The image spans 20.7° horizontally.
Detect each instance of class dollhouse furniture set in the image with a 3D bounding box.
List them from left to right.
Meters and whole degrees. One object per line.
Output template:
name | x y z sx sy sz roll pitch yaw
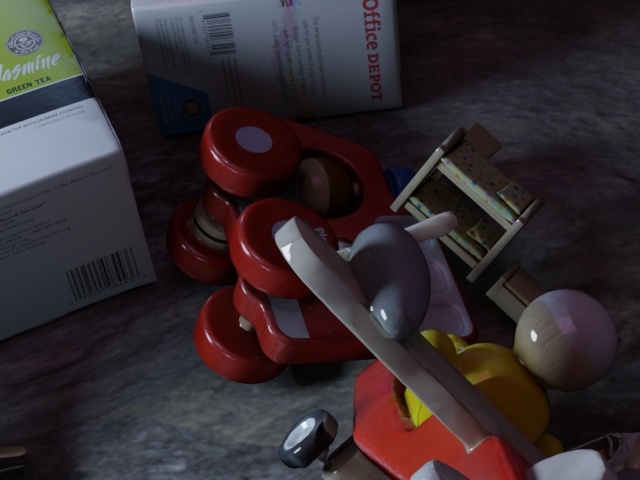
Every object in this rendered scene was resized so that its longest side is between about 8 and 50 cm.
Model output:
dollhouse furniture set | 0.194 -0.034 1.735 0.182 0.101 0.161 42 37 5

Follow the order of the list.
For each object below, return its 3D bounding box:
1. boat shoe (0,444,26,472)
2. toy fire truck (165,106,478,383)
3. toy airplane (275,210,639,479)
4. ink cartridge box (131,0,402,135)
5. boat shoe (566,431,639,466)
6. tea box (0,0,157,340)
boat shoe | -0.341 0.223 1.652 0.137 0.049 0.043 -12 94 -5
toy fire truck | 0.000 0.000 1.729 0.254 0.169 0.302 0 48 -24
toy airplane | 0.148 0.151 1.427 0.384 0.386 0.272 38 80 28
ink cartridge box | -0.055 -0.260 1.895 0.270 0.198 0.197 -6 51 1
boat shoe | 0.269 0.192 1.603 0.100 0.035 0.035 -13 52 -2
tea box | -0.383 -0.073 1.775 0.329 0.220 0.323 -21 54 -10
